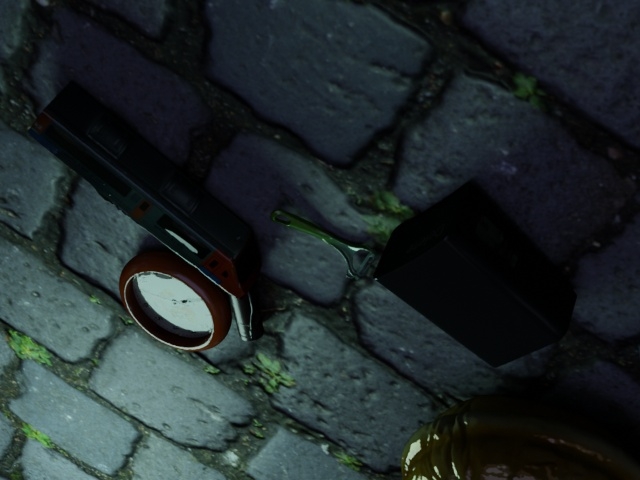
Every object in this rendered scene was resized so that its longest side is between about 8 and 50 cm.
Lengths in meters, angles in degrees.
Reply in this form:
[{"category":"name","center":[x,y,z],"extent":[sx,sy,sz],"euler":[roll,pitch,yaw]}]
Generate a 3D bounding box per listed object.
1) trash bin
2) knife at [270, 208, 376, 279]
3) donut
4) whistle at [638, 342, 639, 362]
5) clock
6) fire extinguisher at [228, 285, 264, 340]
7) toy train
[{"category":"trash bin","center":[0.215,0.058,1.520],"extent":[0.225,0.115,0.165],"euler":[41,137,-15]},{"category":"knife","center":[0.001,-0.002,1.643],"extent":[0.166,0.023,0.078],"euler":[29,131,-2]},{"category":"donut","center":[0.330,0.424,1.742],"extent":[0.448,0.198,0.449],"euler":[14,135,14]},{"category":"whistle","center":[0.494,0.251,1.590],"extent":[0.062,0.062,0.304],"euler":[3,131,26]},{"category":"clock","center":[-0.241,0.101,1.852],"extent":[0.205,0.051,0.205],"euler":[15,134,16]},{"category":"fire extinguisher","center":[-0.120,0.098,1.781],"extent":[0.078,0.045,0.157],"euler":[46,154,44]},{"category":"toy train","center":[-0.245,-0.072,1.665],"extent":[0.409,0.086,0.089],"euler":[39,135,-10]}]
